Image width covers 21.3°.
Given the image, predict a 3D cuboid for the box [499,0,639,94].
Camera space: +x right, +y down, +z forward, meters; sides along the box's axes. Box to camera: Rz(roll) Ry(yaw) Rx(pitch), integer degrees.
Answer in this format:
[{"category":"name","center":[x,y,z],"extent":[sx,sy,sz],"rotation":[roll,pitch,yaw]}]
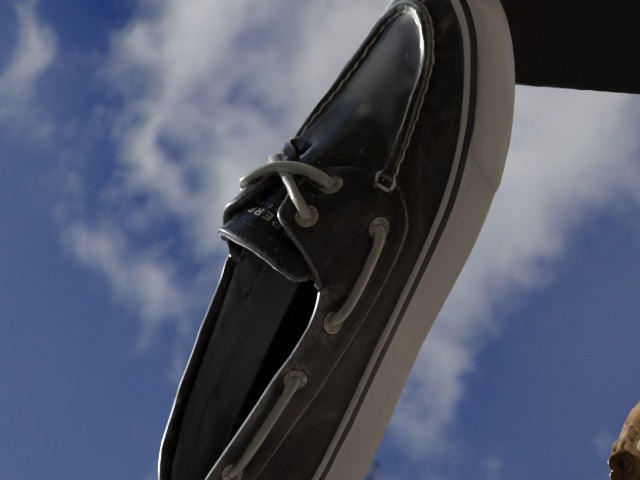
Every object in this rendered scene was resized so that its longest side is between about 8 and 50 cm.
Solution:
[{"category":"box","center":[0.187,-0.314,1.166],"extent":[0.212,0.395,0.293],"rotation":[3,-58,-14]}]

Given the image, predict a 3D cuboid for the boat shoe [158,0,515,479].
[{"category":"boat shoe","center":[0.000,0.000,0.846],"extent":[0.102,0.108,0.301],"rotation":[19,-85,-39]}]

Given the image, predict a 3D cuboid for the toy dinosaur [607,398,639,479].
[{"category":"toy dinosaur","center":[0.185,0.034,0.734],"extent":[0.112,0.211,0.064],"rotation":[-5,-66,36]}]
